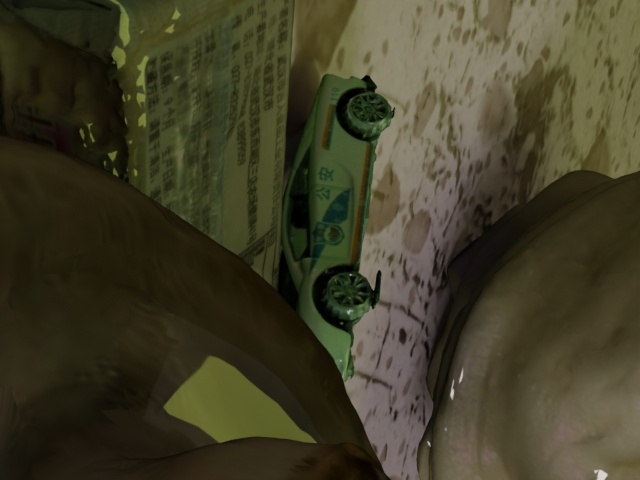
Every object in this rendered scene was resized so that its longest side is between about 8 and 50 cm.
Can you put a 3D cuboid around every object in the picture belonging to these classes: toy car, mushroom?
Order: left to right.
[{"bbox_3d":[-0.072,0.136,0.527,0.362,0.294,0.362,33,50,-51],"label":"mushroom"},{"bbox_3d":[0.000,0.000,0.875,0.093,0.058,0.186,108,-10,-59],"label":"toy car"}]

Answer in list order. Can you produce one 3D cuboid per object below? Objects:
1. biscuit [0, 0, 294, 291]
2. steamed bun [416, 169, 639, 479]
[{"bbox_3d":[-0.075,-0.010,0.737,0.186,0.079,0.309,-41,143,-48],"label":"biscuit"},{"bbox_3d":[0.187,0.090,1.170,0.339,0.247,0.352,-62,177,20],"label":"steamed bun"}]
